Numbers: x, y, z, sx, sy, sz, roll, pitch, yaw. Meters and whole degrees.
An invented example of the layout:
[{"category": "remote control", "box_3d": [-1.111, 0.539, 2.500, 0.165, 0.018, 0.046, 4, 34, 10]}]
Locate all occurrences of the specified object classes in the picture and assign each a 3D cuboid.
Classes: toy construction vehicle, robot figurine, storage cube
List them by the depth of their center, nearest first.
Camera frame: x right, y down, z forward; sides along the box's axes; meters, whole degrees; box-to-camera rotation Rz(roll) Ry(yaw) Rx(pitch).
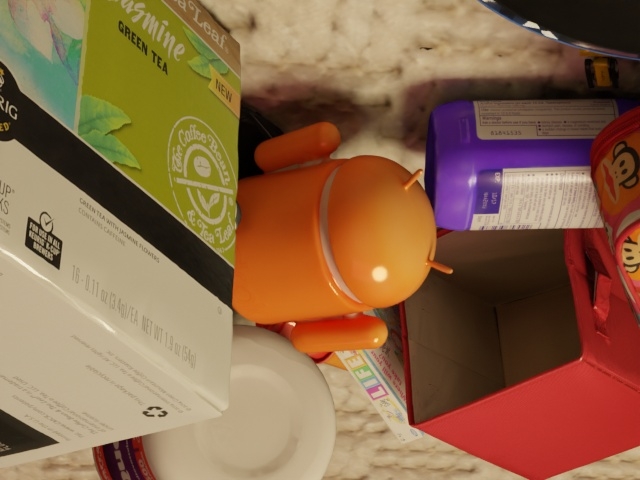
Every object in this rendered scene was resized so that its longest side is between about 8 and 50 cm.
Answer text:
[{"category": "toy construction vehicle", "box_3d": [0.240, -0.158, 1.348, 0.086, 0.035, 0.098, 0, 148, 19]}, {"category": "robot figurine", "box_3d": [0.001, 0.002, 1.427, 0.219, 0.158, 0.128, -10, 150, 32]}, {"category": "storage cube", "box_3d": [0.203, 0.088, 1.599, 0.215, 0.184, 0.193, -27, 142, 34]}]

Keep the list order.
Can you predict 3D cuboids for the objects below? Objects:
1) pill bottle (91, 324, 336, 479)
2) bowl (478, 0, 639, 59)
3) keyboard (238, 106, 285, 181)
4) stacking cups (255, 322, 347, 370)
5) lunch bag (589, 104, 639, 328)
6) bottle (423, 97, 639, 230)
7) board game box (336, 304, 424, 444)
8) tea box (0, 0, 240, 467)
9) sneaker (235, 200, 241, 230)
[{"category": "pill bottle", "box_3d": [-0.116, 0.187, 1.701, 0.181, 0.181, 0.323, 10, 167, -18]}, {"category": "bowl", "box_3d": [0.238, -0.243, 1.110, 0.391, 0.077, 0.391, 6, 151, 3]}, {"category": "keyboard", "box_3d": [-0.153, -0.024, 1.547, 0.317, 0.033, 0.201, -14, 140, 22]}, {"category": "stacking cups", "box_3d": [0.089, 0.106, 1.721, 0.316, 0.096, 0.096, 22, 142, -28]}, {"category": "lunch bag", "box_3d": [0.352, -0.012, 1.341, 0.258, 0.120, 0.293, -17, 146, 9]}, {"category": "bottle", "box_3d": [0.228, -0.063, 1.439, 0.282, 0.092, 0.118, -1, 152, -1]}, {"category": "board game box", "box_3d": [0.058, 0.096, 1.619, 0.026, 0.103, 0.154, -24, 110, 33]}, {"category": "tea box", "box_3d": [-0.230, -0.062, 1.199, 0.220, 0.324, 0.329, -16, 147, 24]}, {"category": "sneaker", "box_3d": [-0.180, 0.018, 1.400, 0.258, 0.094, 0.091, -21, 148, 20]}]
